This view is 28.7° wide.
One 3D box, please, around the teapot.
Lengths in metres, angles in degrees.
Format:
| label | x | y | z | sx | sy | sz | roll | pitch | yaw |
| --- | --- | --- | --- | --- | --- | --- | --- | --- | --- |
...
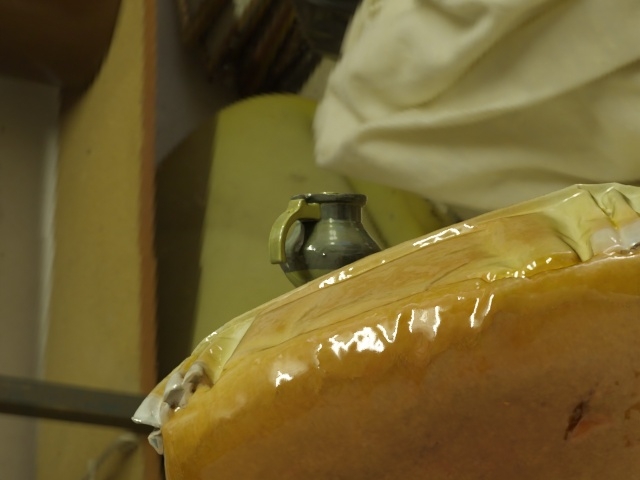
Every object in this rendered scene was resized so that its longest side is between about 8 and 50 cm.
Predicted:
| label | x | y | z | sx | sy | sz | roll | pitch | yaw |
| --- | --- | --- | --- | --- | --- | --- | --- | --- | --- |
| teapot | 0.000 | 0.000 | 1.503 | 0.130 | 0.165 | 0.119 | -7 | 82 | 39 |

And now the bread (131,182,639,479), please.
| label | x | y | z | sx | sy | sz | roll | pitch | yaw |
| --- | --- | --- | --- | --- | --- | --- | --- | --- | --- |
| bread | 0.053 | 0.075 | 0.522 | 0.241 | 0.136 | 0.107 | -21 | 14 | 15 |
